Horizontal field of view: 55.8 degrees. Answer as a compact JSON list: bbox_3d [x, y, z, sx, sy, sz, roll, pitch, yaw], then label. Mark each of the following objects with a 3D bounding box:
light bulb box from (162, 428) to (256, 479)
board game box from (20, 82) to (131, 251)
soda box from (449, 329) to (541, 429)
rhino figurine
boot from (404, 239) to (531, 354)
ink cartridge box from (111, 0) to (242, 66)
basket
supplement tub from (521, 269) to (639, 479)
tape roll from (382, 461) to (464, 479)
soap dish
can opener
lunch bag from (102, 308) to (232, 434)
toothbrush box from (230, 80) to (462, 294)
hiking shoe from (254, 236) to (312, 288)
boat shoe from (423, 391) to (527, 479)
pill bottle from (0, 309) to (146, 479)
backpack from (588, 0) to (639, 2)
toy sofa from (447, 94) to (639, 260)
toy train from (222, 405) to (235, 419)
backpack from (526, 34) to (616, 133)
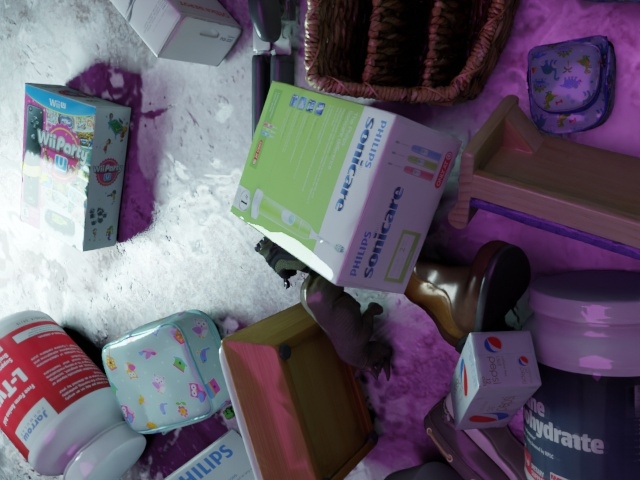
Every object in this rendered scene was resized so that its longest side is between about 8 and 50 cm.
[{"bbox_3d":[-0.174,0.636,1.146,0.361,0.225,0.358,38,117,18],"label":"light bulb box"},{"bbox_3d":[-0.524,-0.157,1.276,0.224,0.097,0.303,21,109,26],"label":"board game box"},{"bbox_3d":[0.218,0.187,0.782,0.074,0.216,0.069,-3,61,3],"label":"soda box"},{"bbox_3d":[0.048,0.135,0.955,0.073,0.106,0.243,-13,118,41],"label":"rhino figurine"},{"bbox_3d":[0.141,0.022,0.832,0.096,0.264,0.280,-43,61,-12],"label":"boot"},{"bbox_3d":[-0.261,-0.405,1.026,0.218,0.159,0.092,49,118,14],"label":"ink cartridge box"},{"bbox_3d":[0.128,-0.326,0.768,0.214,0.223,0.299,15,107,28],"label":"basket"},{"bbox_3d":[0.351,0.187,0.753,0.191,0.191,0.272,1,100,31],"label":"supplement tub"},{"bbox_3d":[0.169,0.450,0.901,0.072,0.219,0.219,-29,84,32],"label":"tape roll"},{"bbox_3d":[-0.025,0.258,0.974,0.118,0.229,0.290,-16,91,34],"label":"soap dish"},{"bbox_3d":[-0.092,-0.281,0.986,0.076,0.095,0.283,9,104,31],"label":"can opener"},{"bbox_3d":[-0.306,0.272,1.222,0.279,0.108,0.224,-22,93,34],"label":"lunch bag"},{"bbox_3d":[0.017,-0.081,0.810,0.283,0.122,0.206,31,105,51],"label":"toothbrush box"},{"bbox_3d":[0.000,0.000,1.008,0.227,0.086,0.114,-28,101,36],"label":"hiking shoe"},{"bbox_3d":[0.275,0.359,0.888,0.305,0.109,0.091,51,121,20],"label":"boat shoe"},{"bbox_3d":[-0.585,0.361,1.339,0.408,0.229,0.229,39,117,19],"label":"pill bottle"},{"bbox_3d":[0.374,-0.367,0.613,0.356,0.273,0.290,-1,102,10],"label":"backpack"},{"bbox_3d":[0.346,-0.025,0.699,0.363,0.150,0.177,21,140,26],"label":"toy sofa"},{"bbox_3d":[-0.162,0.336,1.201,0.083,0.017,0.023,-29,94,32],"label":"toy train"},{"bbox_3d":[0.313,-0.193,0.763,0.105,0.084,0.114,1,103,34],"label":"backpack"}]
